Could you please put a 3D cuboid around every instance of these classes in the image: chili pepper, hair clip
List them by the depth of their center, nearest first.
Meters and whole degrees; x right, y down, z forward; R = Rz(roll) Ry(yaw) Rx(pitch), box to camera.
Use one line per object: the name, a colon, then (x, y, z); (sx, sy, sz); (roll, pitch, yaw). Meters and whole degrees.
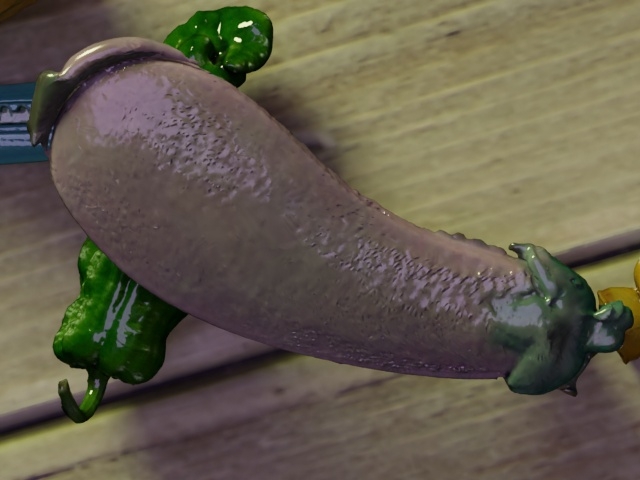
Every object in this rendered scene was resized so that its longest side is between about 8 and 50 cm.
hair clip: (-0.001, 0.002, 1.121); (0.358, 0.096, 0.110); (21, 139, -17)
chili pepper: (-0.095, -0.018, 1.166); (0.074, 0.100, 0.257); (15, 94, -16)

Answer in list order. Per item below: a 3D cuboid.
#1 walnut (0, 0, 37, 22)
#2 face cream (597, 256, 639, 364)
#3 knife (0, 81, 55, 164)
walnut: (-0.239, -0.205, 1.130); (0.206, 0.159, 0.159); (44, 95, -10)
face cream: (0.253, 0.020, 1.173); (0.182, 0.051, 0.072); (-20, 96, 5)
knife: (-0.212, -0.076, 1.202); (0.222, 0.031, 0.064); (0, 90, 3)
